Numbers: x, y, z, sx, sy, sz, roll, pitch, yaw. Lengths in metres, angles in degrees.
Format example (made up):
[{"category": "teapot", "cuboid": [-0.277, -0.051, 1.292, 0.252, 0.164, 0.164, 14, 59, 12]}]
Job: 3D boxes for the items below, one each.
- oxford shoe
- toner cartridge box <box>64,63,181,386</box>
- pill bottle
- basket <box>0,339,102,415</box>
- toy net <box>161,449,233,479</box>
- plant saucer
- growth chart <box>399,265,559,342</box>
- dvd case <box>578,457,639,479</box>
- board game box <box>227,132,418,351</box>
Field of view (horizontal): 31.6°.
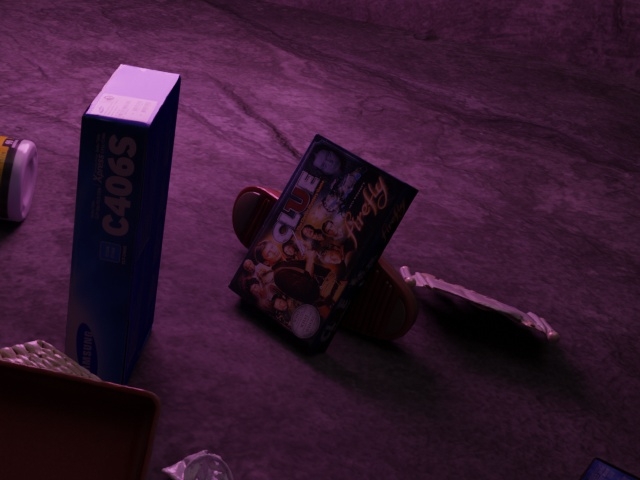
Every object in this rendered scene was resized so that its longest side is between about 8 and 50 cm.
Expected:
[{"category": "oxford shoe", "cuboid": [0.028, 0.018, 1.593, 0.130, 0.123, 0.348, -3, 34, -47]}, {"category": "toner cartridge box", "cuboid": [-0.229, -0.009, 1.300, 0.075, 0.348, 0.165, 12, 28, 2]}, {"category": "pill bottle", "cuboid": [-0.516, -0.099, 1.599, 0.208, 0.119, 0.119, 9, 28, -5]}, {"category": "basket", "cuboid": [-0.288, 0.193, 1.105, 0.113, 0.167, 0.103, 28, 28, 28]}, {"category": "toy net", "cuboid": [-0.127, 0.276, 1.137, 0.122, 0.045, 0.232, 15, 28, 8]}, {"category": "plant saucer", "cuboid": [-0.285, 0.231, 0.986, 0.258, 0.259, 0.048, 12, -1, 1]}, {"category": "growth chart", "cuboid": [0.217, 0.084, 1.580, 0.237, 0.021, 0.172, 20, 4, 8]}, {"category": "dvd case", "cuboid": [0.385, 0.341, 1.234, 0.253, 0.022, 0.180, 25, 30, 23]}, {"category": "board game box", "cuboid": [0.000, 0.000, 1.494, 0.165, 0.243, 0.042, 32, 4, 34]}]
